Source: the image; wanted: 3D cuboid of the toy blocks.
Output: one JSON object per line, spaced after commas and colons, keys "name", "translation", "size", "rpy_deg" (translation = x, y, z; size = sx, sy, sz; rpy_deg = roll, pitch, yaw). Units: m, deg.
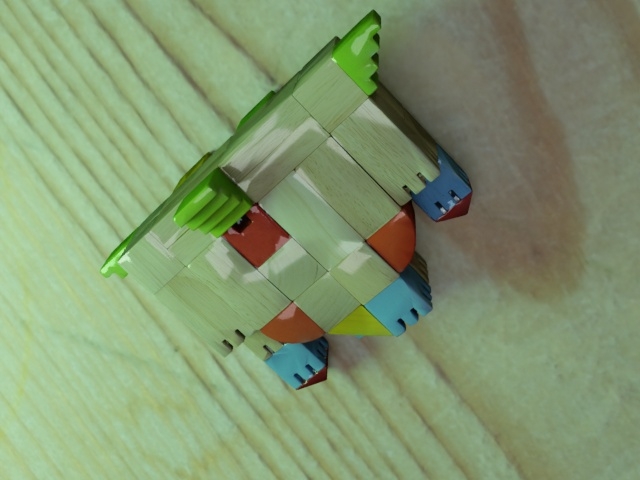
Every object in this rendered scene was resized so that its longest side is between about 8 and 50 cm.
{"name": "toy blocks", "translation": [0.000, 0.000, 0.843], "size": [0.381, 0.191, 0.261], "rpy_deg": [-41, 106, 19]}
